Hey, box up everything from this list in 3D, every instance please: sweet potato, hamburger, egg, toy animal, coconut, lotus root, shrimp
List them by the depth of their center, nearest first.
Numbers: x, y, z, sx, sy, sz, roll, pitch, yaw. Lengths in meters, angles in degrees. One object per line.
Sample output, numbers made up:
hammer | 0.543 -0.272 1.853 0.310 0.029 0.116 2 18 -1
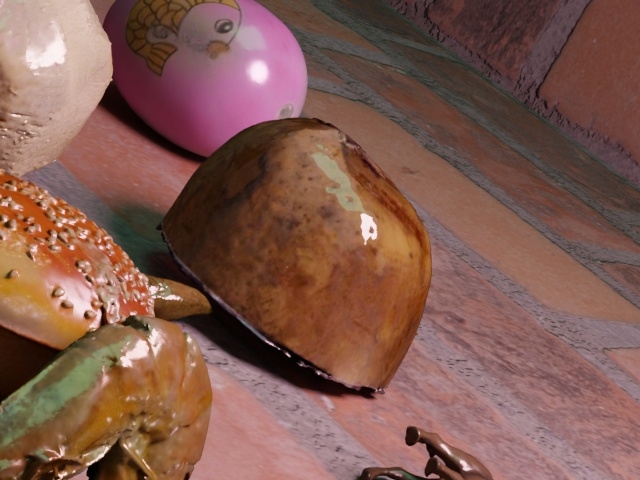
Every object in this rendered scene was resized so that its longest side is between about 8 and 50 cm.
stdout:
shrimp | -0.164 0.143 1.105 0.061 0.145 0.267 8 24 36
hamburger | -0.223 0.032 1.228 0.237 0.147 0.237 21 6 -2
toy animal | 0.145 0.228 1.413 0.186 0.094 0.214 33 6 -20
sweet potato | -0.160 0.045 1.535 0.153 0.038 0.041 17 -22 -23
coconut | -0.301 -0.167 1.600 0.227 0.227 0.230 31 23 4
lotus root | 0.000 0.000 1.666 0.272 0.192 0.272 36 3 -2
egg | -0.140 -0.201 2.044 0.271 0.196 0.196 18 8 32
